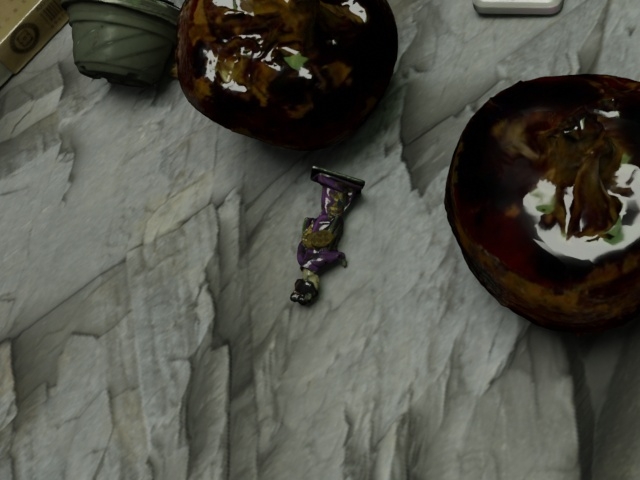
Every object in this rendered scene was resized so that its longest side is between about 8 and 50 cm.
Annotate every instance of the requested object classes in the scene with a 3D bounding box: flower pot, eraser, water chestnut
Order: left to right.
[{"bbox_3d":[-0.585,-0.450,1.799,0.144,0.078,0.343,35,80,33],"label":"eraser"},{"bbox_3d":[-0.345,-0.348,1.591,0.236,0.235,0.140,9,91,25],"label":"flower pot"},{"bbox_3d":[-0.047,-0.293,1.335,0.336,0.347,0.334,0,90,-6],"label":"water chestnut"},{"bbox_3d":[0.311,-0.070,1.114,0.351,0.302,0.350,-8,66,19],"label":"water chestnut"}]

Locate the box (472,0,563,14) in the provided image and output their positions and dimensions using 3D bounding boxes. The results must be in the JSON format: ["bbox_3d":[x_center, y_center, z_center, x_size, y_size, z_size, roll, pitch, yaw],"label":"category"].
[{"bbox_3d":[0.337,-0.486,1.478,0.142,0.044,0.284,6,66,21],"label":"box"}]

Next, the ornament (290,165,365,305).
[{"bbox_3d":[0.009,-0.001,1.340,0.081,0.088,0.203,10,79,0],"label":"ornament"}]

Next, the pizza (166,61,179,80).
[{"bbox_3d":[-0.193,-0.327,1.606,0.176,0.036,0.184,0,64,22],"label":"pizza"}]
